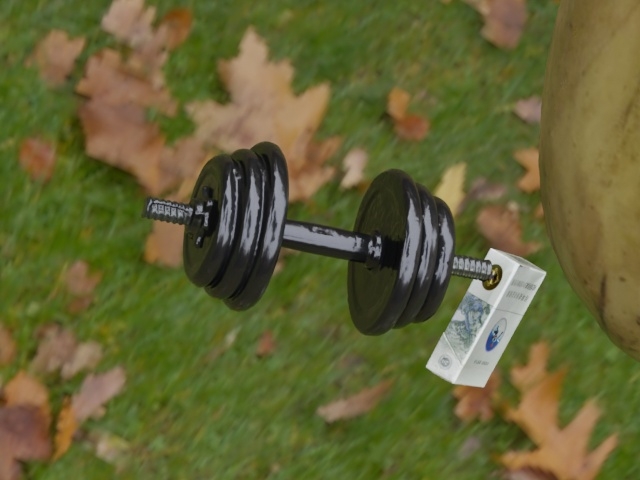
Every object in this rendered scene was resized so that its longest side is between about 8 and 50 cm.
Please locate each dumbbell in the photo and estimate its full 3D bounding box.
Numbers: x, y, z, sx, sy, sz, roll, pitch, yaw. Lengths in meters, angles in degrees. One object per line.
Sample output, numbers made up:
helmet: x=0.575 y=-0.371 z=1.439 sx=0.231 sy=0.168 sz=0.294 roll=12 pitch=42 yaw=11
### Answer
dumbbell: x=0.000 y=0.000 z=1.123 sx=0.208 sy=0.099 sz=0.099 roll=11 pitch=61 yaw=-17

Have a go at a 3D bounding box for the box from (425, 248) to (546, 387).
box: x=0.101 y=0.048 z=1.198 sx=0.024 sy=0.054 sz=0.083 roll=31 pitch=97 yaw=23

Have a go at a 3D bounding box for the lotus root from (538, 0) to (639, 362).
lotus root: x=0.145 y=-0.046 z=0.592 sx=0.154 sy=0.140 sz=0.257 roll=1 pitch=100 yaw=-39
